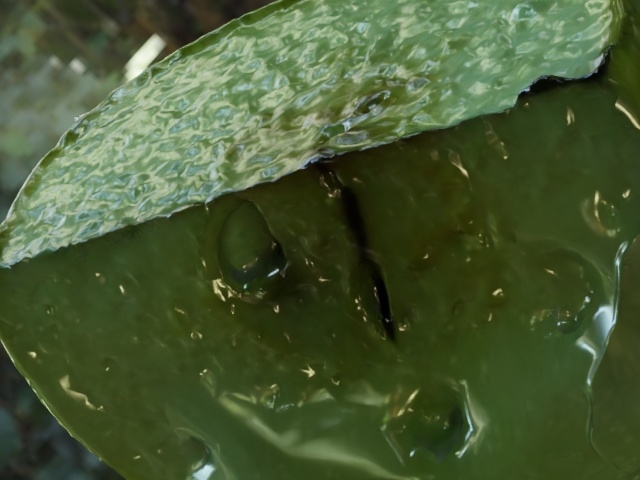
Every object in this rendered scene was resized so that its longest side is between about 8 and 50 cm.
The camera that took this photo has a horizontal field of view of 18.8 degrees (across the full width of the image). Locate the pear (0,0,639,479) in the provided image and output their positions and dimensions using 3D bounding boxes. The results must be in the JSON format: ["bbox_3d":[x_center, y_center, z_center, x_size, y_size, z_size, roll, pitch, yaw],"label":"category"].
[{"bbox_3d":[0.052,0.037,0.976,0.342,0.318,0.238,-16,27,22],"label":"pear"}]
